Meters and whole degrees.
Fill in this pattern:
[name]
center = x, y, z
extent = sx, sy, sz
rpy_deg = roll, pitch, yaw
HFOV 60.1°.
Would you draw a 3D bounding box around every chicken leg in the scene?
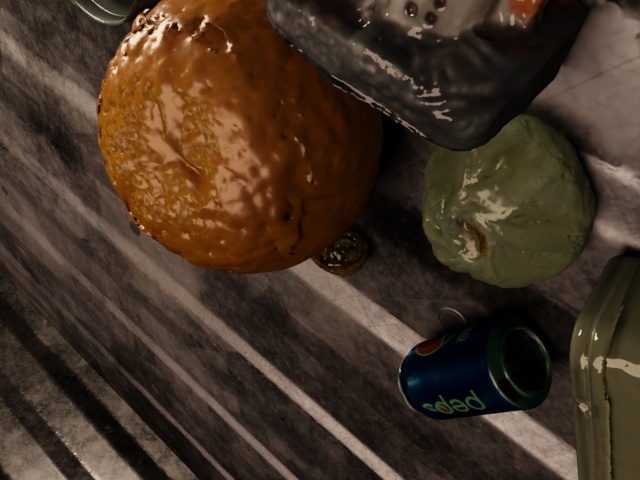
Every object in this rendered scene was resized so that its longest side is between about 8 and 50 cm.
[chicken leg]
center = 0.000, 0.000, 0.877
extent = 0.178, 0.070, 0.093
rpy_deg = 21, 127, 49

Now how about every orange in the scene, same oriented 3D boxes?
[orange]
center = -0.084, -0.129, 0.674
extent = 0.340, 0.293, 0.341
rpy_deg = 12, 116, 25

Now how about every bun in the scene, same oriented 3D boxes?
[bun]
center = 0.190, -0.036, 0.598
extent = 0.195, 0.118, 0.196
rpy_deg = 27, 132, 33

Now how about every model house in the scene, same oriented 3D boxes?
[model house]
center = 0.103, -0.268, 0.418
extent = 0.271, 0.190, 0.301
rpy_deg = 42, 149, 14

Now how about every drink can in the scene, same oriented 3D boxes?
[drink can]
center = 0.202, 0.179, 0.752
extent = 0.118, 0.118, 0.205
rpy_deg = 54, 142, 0

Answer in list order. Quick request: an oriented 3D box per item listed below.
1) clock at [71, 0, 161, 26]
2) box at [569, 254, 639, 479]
[clock]
center = -0.349, -0.501, 0.843
extent = 0.325, 0.067, 0.325
rpy_deg = 28, 136, 30
[box]
center = 0.429, 0.214, 0.495
extent = 0.343, 0.177, 0.352
rpy_deg = 9, 124, 41
